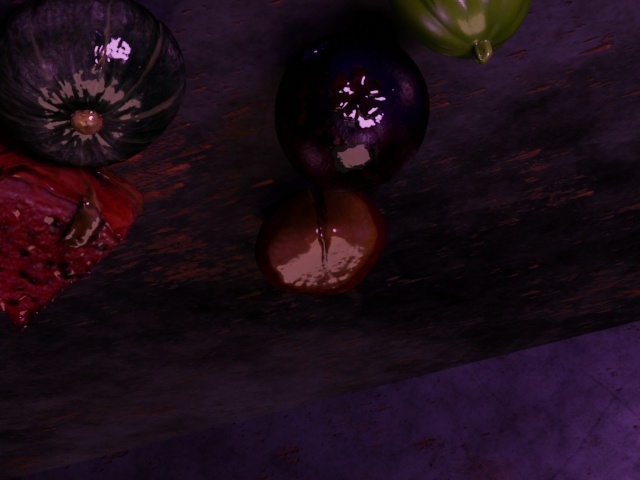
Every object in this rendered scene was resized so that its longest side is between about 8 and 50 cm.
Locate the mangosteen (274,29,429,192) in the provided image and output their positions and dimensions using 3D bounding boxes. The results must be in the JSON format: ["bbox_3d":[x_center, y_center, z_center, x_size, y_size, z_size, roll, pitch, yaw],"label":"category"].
[{"bbox_3d":[0.033,-0.154,1.221,0.194,0.194,0.230,-8,-178,-6],"label":"mangosteen"}]

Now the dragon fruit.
[{"bbox_3d":[-0.389,-0.035,1.187,0.330,0.240,0.302,24,158,-29],"label":"dragon fruit"}]

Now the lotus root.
[{"bbox_3d":[0.150,-0.255,1.042,0.186,0.186,0.186,-9,156,-4],"label":"lotus root"}]

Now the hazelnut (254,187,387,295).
[{"bbox_3d":[-0.001,-0.003,1.569,0.212,0.181,0.181,-11,128,0],"label":"hazelnut"}]

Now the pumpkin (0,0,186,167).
[{"bbox_3d":[-0.252,-0.175,1.080,0.211,0.152,0.212,-1,146,-1],"label":"pumpkin"}]
